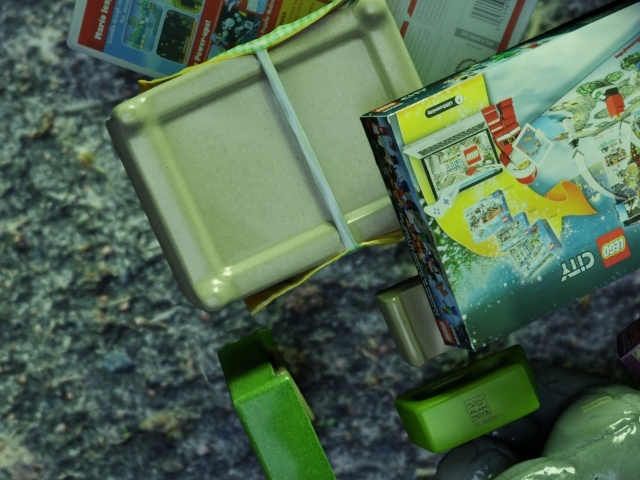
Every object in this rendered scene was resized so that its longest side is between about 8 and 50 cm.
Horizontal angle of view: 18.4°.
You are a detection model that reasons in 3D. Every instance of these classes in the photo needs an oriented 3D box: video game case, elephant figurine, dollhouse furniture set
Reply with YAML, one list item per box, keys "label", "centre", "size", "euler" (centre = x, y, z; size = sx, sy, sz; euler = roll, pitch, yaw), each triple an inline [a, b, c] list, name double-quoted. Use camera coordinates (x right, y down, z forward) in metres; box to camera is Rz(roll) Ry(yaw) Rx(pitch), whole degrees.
- label: "video game case"
  centre: [-0.009, -0.164, 1.280]
  size: [0.285, 0.025, 0.204]
  euler: [19, 128, -1]
- label: "elephant figurine"
  centre: [0.196, 0.213, 1.373]
  size: [0.169, 0.186, 0.239]
  euler: [-36, 117, -16]
- label: "dollhouse furniture set"
  centre: [0.000, 0.000, 1.327]
  size: [0.198, 0.151, 0.301]
  euler: [-24, 99, -1]

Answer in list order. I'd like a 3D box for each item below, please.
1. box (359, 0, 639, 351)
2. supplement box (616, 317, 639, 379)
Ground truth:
- label: "box"
  centre: [0.157, -0.050, 1.252]
  size: [0.233, 0.044, 0.159]
  euler: [-25, 103, -20]
- label: "supplement box"
  centre: [0.252, 0.066, 1.354]
  size: [0.083, 0.043, 0.055]
  euler: [-41, 101, 17]
